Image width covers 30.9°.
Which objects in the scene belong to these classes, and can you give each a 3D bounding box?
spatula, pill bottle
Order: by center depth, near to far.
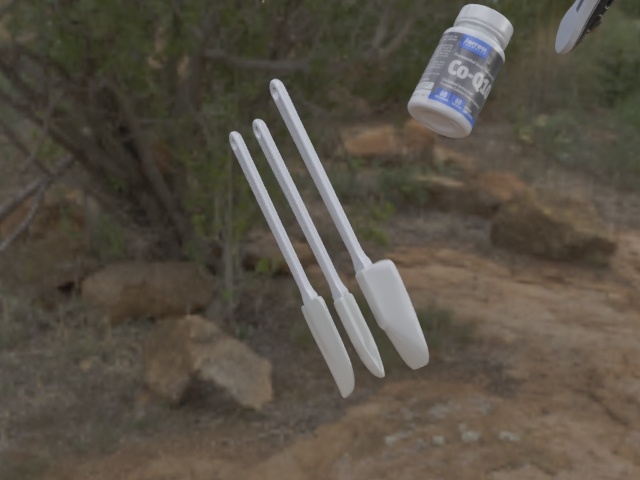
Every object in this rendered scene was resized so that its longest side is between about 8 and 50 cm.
[{"bbox_3d":[0.000,0.000,0.905,0.019,0.242,0.168,-22,-7,-22],"label":"spatula"},{"bbox_3d":[0.161,-0.192,1.308,0.078,0.137,0.078,25,-11,5],"label":"pill bottle"}]

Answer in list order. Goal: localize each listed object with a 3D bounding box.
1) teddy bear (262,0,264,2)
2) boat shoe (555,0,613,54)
[{"bbox_3d":[-0.070,-0.341,1.066,0.113,0.245,0.338,-2,10,18],"label":"teddy bear"},{"bbox_3d":[0.354,-0.297,1.524,0.040,0.142,0.049,10,51,-12],"label":"boat shoe"}]
